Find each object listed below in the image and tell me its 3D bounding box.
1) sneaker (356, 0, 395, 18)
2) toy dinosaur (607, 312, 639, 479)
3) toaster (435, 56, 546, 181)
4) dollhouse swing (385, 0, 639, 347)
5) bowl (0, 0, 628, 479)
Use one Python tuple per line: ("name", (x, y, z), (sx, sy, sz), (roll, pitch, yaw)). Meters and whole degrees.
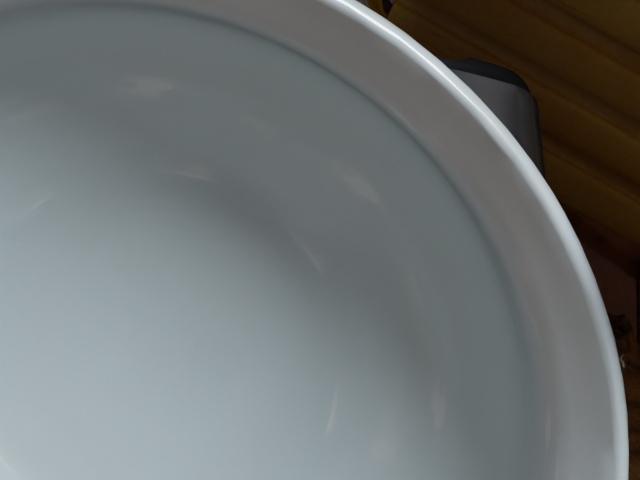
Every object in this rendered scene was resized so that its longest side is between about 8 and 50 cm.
("sneaker", (0.036, -0.199, 0.793), (0.069, 0.084, 0.186), (-15, 70, -39))
("toy dinosaur", (0.126, 0.139, 0.627), (0.112, 0.064, 0.212), (-9, 92, -3))
("toaster", (0.000, 0.000, 0.608), (0.227, 0.129, 0.147), (7, 60, -28))
("dollhouse swing", (0.188, -0.018, 0.604), (0.304, 0.347, 0.315), (18, 52, -11))
("bowl", (-0.061, 0.051, 0.452), (0.298, 0.298, 0.134), (38, 9, -5))
